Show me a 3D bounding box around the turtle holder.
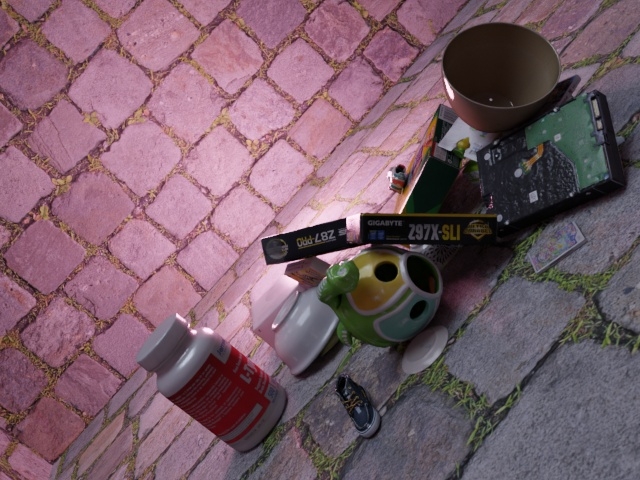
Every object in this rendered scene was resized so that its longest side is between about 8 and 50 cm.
[{"bbox_3d":[0.140,0.106,1.562,0.227,0.320,0.243,-33,28,40],"label":"turtle holder"}]

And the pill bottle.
[{"bbox_3d":[-0.315,0.399,1.878,0.229,0.408,0.229,-43,17,16],"label":"pill bottle"}]

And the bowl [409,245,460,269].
[{"bbox_3d":[0.299,0.015,1.809,0.170,0.080,0.170,-43,17,17],"label":"bowl"}]

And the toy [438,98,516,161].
[{"bbox_3d":[0.449,-0.322,1.809,0.137,0.056,0.237,31,79,38],"label":"toy"}]

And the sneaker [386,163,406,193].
[{"bbox_3d":[0.244,-0.207,2.036,0.161,0.057,0.075,-78,10,-63],"label":"sneaker"}]

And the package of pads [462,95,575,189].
[{"bbox_3d":[0.556,-0.273,1.797,0.296,0.101,0.229,-51,15,-12],"label":"package of pads"}]

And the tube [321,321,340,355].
[{"bbox_3d":[0.076,0.234,1.910,0.240,0.062,0.070,-50,-29,14],"label":"tube"}]

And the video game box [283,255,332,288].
[{"bbox_3d":[0.014,0.122,2.067,0.187,0.205,0.048,-22,44,58],"label":"video game box"}]

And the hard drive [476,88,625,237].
[{"bbox_3d":[0.520,-0.170,1.525,0.339,0.064,0.236,-31,53,48],"label":"hard drive"}]

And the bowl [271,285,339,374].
[{"bbox_3d":[-0.055,0.246,1.982,0.298,0.134,0.298,-54,8,11],"label":"bowl"}]

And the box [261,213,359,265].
[{"bbox_3d":[0.000,0.000,2.111,0.318,0.097,0.395,-11,-2,5],"label":"box"}]

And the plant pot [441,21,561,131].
[{"bbox_3d":[0.445,-0.385,1.672,0.284,0.284,0.191,-54,-21,-21],"label":"plant pot"}]

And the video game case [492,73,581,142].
[{"bbox_3d":[0.557,-0.332,1.698,0.183,0.023,0.201,-53,15,-19],"label":"video game case"}]

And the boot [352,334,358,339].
[{"bbox_3d":[0.170,0.186,1.759,0.198,0.077,0.137,-53,22,-16],"label":"boot"}]

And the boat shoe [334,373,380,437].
[{"bbox_3d":[0.077,0.377,1.505,0.065,0.083,0.183,-46,16,6],"label":"boat shoe"}]

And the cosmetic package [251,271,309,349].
[{"bbox_3d":[-0.113,0.232,2.251,0.224,0.138,0.224,-46,14,6],"label":"cosmetic package"}]

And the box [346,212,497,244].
[{"bbox_3d":[0.237,-0.026,1.610,0.257,0.322,0.079,-161,72,-86],"label":"box"}]

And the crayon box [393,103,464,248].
[{"bbox_3d":[0.326,-0.197,2.001,0.363,0.106,0.313,-68,2,-53],"label":"crayon box"}]

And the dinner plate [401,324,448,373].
[{"bbox_3d":[0.238,0.249,1.523,0.141,0.017,0.141,-42,18,17],"label":"dinner plate"}]

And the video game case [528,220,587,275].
[{"bbox_3d":[0.503,0.016,1.399,0.122,0.011,0.087,-40,17,22],"label":"video game case"}]
